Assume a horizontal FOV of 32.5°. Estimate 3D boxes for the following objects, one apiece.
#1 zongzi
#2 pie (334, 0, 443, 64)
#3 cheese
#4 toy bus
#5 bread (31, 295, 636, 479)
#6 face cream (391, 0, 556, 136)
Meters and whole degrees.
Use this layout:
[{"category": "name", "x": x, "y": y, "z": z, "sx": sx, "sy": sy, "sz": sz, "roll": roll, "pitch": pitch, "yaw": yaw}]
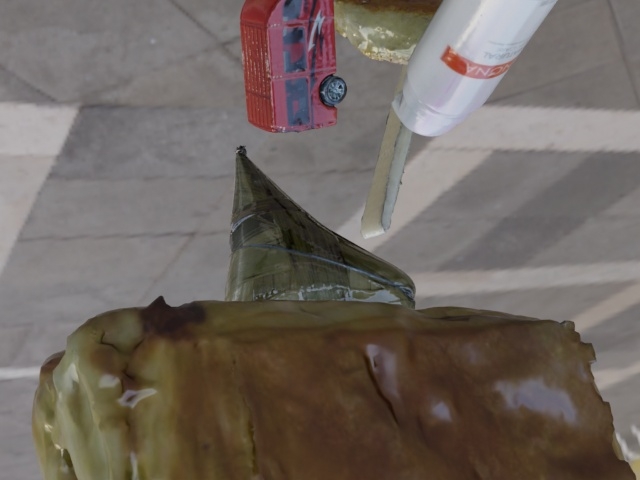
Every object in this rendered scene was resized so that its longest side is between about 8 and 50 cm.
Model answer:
[{"category": "zongzi", "x": 0.000, "y": 0.000, "z": 1.299, "sx": 0.221, "sy": 0.242, "sz": 0.112, "roll": 1, "pitch": 155, "yaw": -2}, {"category": "pie", "x": 0.172, "y": -0.353, "z": 1.684, "sx": 0.315, "sy": 0.315, "sz": 0.092, "roll": -7, "pitch": 123, "yaw": -14}, {"category": "cheese", "x": 0.137, "y": -0.191, "z": 1.898, "sx": 0.034, "sy": 0.400, "sz": 0.085, "roll": 21, "pitch": 161, "yaw": -16}, {"category": "toy bus", "x": -0.032, "y": -0.212, "z": 1.136, "sx": 0.089, "sy": 0.195, "sz": 0.081, "roll": -15, "pitch": -156, "yaw": -31}, {"category": "bread", "x": 0.018, "y": 0.193, "z": 0.647, "sx": 0.370, "sy": 0.314, "sz": 0.191, "roll": -2, "pitch": 162, "yaw": -33}, {"category": "face cream", "x": 0.164, "y": -0.216, "z": 1.155, "sx": 0.102, "sy": 0.102, "sz": 0.345, "roll": -6, "pitch": 158, "yaw": -17}]
